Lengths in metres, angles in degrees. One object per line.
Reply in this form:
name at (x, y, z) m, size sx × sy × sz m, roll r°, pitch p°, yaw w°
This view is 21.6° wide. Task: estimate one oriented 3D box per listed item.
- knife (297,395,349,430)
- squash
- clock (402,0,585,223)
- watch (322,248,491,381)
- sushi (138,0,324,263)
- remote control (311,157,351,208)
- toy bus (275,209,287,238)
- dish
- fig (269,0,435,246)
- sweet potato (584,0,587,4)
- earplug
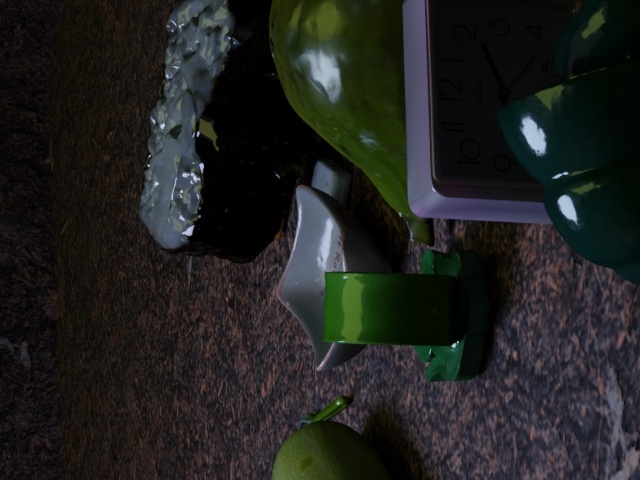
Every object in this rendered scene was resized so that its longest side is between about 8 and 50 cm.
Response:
knife at (0.000, 0.210, 2.013) m, size 0.026 × 0.022 × 0.184 m, roll 62°, pitch 156°, yaw 8°
squash at (0.014, 0.275, 1.773) m, size 0.247 × 0.132 × 0.133 m, roll -123°, pitch 40°, yaw -62°
clock at (0.149, -0.118, 1.386) m, size 0.063 × 0.150 × 0.197 m, roll 136°, pitch 135°, yaw -70°
watch at (0.071, 0.073, 1.599) m, size 0.165 × 0.152 × 0.131 m, roll -179°, pitch 90°, yaw -71°
sushi at (-0.092, -0.136, 2.042) m, size 0.234 × 0.207 × 0.349 m, roll 31°, pitch 109°, yaw 57°
remote control at (0.000, 0.000, 2.038) m, size 0.087 × 0.029 × 0.190 m, roll -138°, pitch 56°, yaw -68°
toy bus at (-0.075, -0.086, 2.230) m, size 0.069 × 0.074 × 0.162 m, roll -109°, pitch 25°, yaw -67°
dish at (0.020, 0.040, 1.891) m, size 0.212 × 0.077 × 0.151 m, roll -123°, pitch 41°, yaw -62°
fig at (0.051, -0.151, 1.580) m, size 0.233 × 0.233 × 0.314 m, roll -112°, pitch 36°, yaw -54°
sweet potato at (0.238, -0.284, 1.279) m, size 0.075 × 0.075 × 0.273 m, roll -129°, pitch 41°, yaw -65°
earplug at (0.241, -0.110, 1.154) m, size 0.257 × 0.164 × 0.280 m, roll -7°, pitch 92°, yaw 36°
